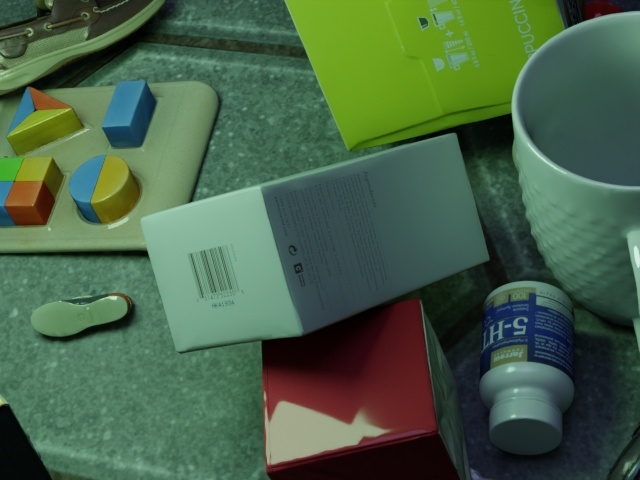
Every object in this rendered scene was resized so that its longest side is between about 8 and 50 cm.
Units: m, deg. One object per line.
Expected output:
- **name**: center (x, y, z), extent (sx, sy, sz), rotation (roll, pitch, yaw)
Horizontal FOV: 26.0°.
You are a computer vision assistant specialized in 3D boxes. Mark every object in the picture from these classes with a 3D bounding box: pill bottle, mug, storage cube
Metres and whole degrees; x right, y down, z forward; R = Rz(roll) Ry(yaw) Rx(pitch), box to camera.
- **pill bottle**: center (0.244, 0.152, 1.637), extent (0.112, 0.112, 0.186), rotation (-2, 50, 12)
- **mug**: center (0.374, -0.020, 1.607), extent (0.276, 0.328, 0.374), rotation (-6, 51, 9)
- **storage cube**: center (0.054, 0.209, 1.572), extent (0.193, 0.183, 0.215), rotation (-15, 48, 11)

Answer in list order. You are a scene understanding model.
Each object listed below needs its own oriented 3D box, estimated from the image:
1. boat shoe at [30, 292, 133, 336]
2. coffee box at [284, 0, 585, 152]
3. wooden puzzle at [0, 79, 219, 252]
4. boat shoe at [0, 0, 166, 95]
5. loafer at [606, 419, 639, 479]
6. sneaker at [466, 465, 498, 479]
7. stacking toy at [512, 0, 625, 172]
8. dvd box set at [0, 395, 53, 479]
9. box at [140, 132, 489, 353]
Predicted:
- **boat shoe**: center (-0.319, 0.097, 1.859), extent (0.137, 0.049, 0.043), rotation (-12, 7, 6)
- **coffee box**: center (0.155, -0.373, 1.860), extent (0.338, 0.337, 0.334), rotation (-12, 34, 19)
- **wooden puzzle**: center (-0.350, -0.124, 2.022), extent (0.348, 0.080, 0.322), rotation (2, 51, 14)
- **boat shoe**: center (-0.398, -0.346, 2.154), extent (0.342, 0.123, 0.123), rotation (-30, 21, -19)
- **loafer**: center (0.426, 0.202, 1.575), extent (0.303, 0.109, 0.095), rotation (-33, 33, -22)
- **sneaker**: center (0.187, 0.290, 1.592), extent (0.083, 0.032, 0.037), rotation (19, 64, 37)
- **stacking toy**: center (0.368, -0.213, 1.908), extent (0.141, 0.141, 0.330), rotation (8, 48, 19)
- **dvd box set**: center (-0.461, 0.178, 1.652), extent (0.062, 0.307, 0.420), rotation (-39, 53, -21)
- **box**: center (0.000, 0.000, 1.634), extent (0.215, 0.168, 0.345), rotation (-12, 4, 45)
